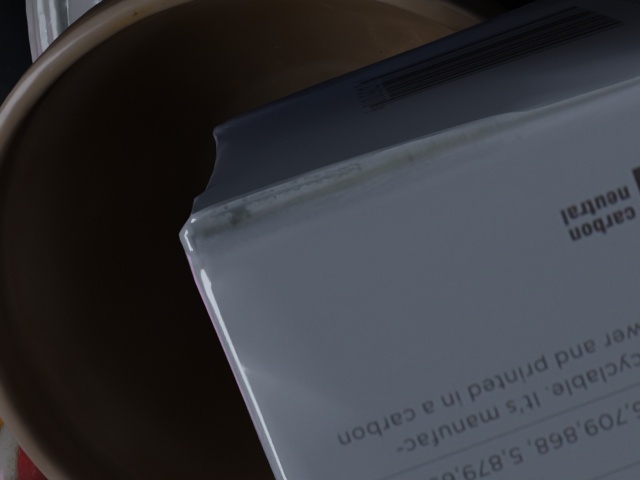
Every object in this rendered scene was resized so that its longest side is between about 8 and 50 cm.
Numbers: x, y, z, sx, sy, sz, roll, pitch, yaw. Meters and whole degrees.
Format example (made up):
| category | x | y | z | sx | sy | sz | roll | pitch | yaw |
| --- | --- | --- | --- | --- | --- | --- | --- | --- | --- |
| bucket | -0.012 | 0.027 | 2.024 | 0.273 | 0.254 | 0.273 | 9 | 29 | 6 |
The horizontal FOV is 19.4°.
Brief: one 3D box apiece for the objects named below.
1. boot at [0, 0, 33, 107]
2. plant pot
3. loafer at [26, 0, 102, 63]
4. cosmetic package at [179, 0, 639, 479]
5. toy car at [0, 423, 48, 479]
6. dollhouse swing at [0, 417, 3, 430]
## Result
| category | x | y | z | sx | sy | sz | roll | pitch | yaw |
| --- | --- | --- | --- | --- | --- | --- | --- | --- | --- |
| boot | -0.189 | -0.188 | 0.838 | 0.367 | 0.146 | 0.445 | -40 | 87 | 32 |
| plant pot | 0.000 | 0.000 | 0.669 | 0.110 | 0.237 | 0.237 | -70 | -33 | -63 |
| loafer | -0.059 | -0.174 | 0.704 | 0.111 | 0.112 | 0.319 | 6 | 122 | 19 |
| cosmetic package | 0.104 | 0.131 | 0.505 | 0.217 | 0.156 | 0.385 | -93 | -16 | -81 |
| toy car | -0.015 | 0.138 | 0.853 | 0.238 | 0.219 | 0.210 | -14 | 111 | 34 |
| dollhouse swing | -0.226 | 0.178 | 1.184 | 0.347 | 0.315 | 0.305 | 70 | 166 | -13 |
